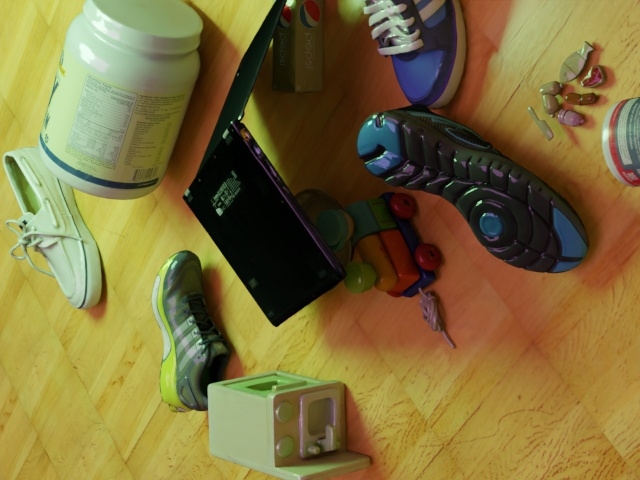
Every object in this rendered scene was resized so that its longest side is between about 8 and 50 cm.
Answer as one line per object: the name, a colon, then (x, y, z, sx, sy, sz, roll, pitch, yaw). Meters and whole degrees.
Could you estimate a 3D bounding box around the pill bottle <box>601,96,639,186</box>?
pill bottle: (0.425, -0.122, 1.467, 0.180, 0.108, 0.107, -7, 91, 50)

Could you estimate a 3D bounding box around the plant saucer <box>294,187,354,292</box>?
plant saucer: (0.000, 0.000, 2.033, 0.168, 0.029, 0.168, 9, 102, 49)

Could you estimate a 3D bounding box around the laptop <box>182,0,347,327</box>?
laptop: (-0.052, -0.127, 1.929, 0.408, 0.236, 0.382, 55, 159, 2)

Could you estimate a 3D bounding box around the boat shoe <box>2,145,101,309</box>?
boat shoe: (-0.561, -0.026, 2.573, 0.136, 0.157, 0.367, -34, 70, 46)

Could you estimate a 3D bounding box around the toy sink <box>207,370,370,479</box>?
toy sink: (-0.050, 0.288, 2.042, 0.234, 0.153, 0.131, 7, 101, 49)

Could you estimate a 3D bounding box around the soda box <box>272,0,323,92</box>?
soda box: (-0.035, -0.322, 1.997, 0.058, 0.061, 0.181, 10, 104, 47)

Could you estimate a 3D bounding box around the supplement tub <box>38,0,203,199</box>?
supplement tub: (-0.345, -0.261, 2.231, 0.235, 0.235, 0.324, 46, 127, 34)

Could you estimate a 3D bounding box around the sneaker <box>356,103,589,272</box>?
sneaker: (0.219, -0.086, 1.703, 0.341, 0.140, 0.125, 36, 124, 16)

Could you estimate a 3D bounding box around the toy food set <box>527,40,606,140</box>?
toy food set: (0.324, -0.187, 1.643, 0.122, 0.019, 0.078, -46, 62, 33)

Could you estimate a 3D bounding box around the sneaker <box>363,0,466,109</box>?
sneaker: (0.074, -0.336, 1.737, 0.130, 0.236, 0.322, 5, 99, 49)

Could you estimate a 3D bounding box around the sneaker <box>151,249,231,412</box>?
sneaker: (-0.215, 0.164, 2.264, 0.121, 0.111, 0.299, 4, 104, 38)

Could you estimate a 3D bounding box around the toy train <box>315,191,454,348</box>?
toy train: (0.096, 0.053, 1.843, 0.105, 0.143, 0.248, -43, 64, 44)
